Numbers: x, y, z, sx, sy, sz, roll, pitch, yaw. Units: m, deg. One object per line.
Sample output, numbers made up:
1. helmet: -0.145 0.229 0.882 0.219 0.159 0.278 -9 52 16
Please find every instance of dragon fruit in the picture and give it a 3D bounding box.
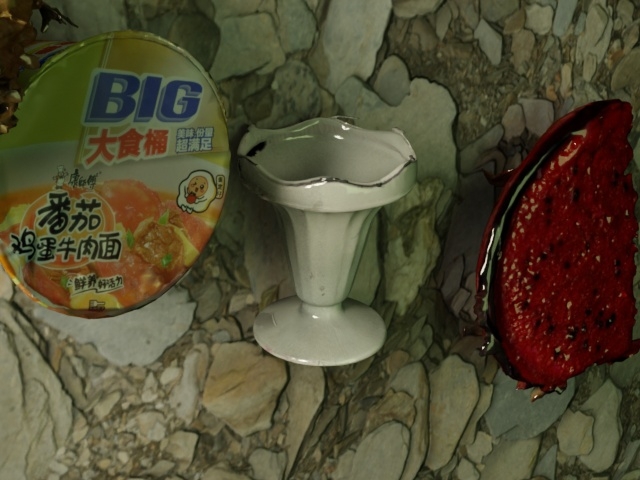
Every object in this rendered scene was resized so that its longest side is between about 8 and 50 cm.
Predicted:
1. dragon fruit: 0.254 0.015 1.359 0.282 0.100 0.343 -20 115 -37

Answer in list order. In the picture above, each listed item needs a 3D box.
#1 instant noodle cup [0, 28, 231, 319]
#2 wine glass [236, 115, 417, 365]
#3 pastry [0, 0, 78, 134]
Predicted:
1. instant noodle cup: -0.189 -0.059 0.857 0.205 0.153 0.205 -19 117 -41
2. wine glass: 0.000 0.000 1.071 0.165 0.165 0.196 -18 124 -40
3. pastry: -0.277 -0.151 0.658 0.275 0.193 0.274 14 65 -32
